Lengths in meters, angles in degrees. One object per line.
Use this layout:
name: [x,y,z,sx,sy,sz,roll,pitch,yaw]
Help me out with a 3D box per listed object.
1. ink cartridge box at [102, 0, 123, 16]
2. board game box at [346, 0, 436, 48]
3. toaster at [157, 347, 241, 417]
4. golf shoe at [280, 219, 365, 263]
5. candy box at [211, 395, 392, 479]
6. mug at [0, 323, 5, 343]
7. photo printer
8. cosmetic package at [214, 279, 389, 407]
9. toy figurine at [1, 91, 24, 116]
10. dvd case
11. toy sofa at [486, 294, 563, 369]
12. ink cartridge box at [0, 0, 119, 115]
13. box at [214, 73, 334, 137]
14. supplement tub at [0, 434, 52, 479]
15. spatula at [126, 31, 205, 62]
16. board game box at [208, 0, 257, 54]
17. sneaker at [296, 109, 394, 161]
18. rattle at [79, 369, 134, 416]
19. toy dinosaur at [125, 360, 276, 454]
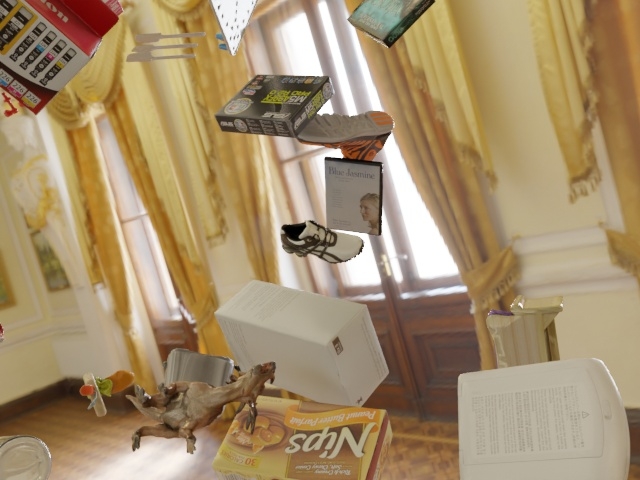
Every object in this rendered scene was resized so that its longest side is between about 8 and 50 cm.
ink cartridge box: [-0.671,-0.711,1.780,0.172,0.237,0.100,18,56,29]
board game box: [0.137,-0.463,1.321,0.126,0.026,0.186,-45,36,7]
toaster: [-0.335,0.402,1.830,0.227,0.146,0.129,14,-42,-10]
golf shoe: [0.000,0.000,1.477,0.198,0.077,0.094,2,-29,14]
candy box: [-0.033,0.416,1.304,0.316,0.087,0.183,2,39,22]
mug: [-0.904,0.215,1.680,0.113,0.169,0.150,-35,-2,-17]
photo printer: [0.420,0.359,1.252,0.307,0.256,0.107,-16,-39,29]
cosmetic package: [-0.050,0.244,1.569,0.385,0.217,0.156,9,39,39]
toy figurine: [-0.971,-0.467,1.964,0.362,0.191,0.217,-35,24,-13]
dvd case: [0.101,-0.134,2.005,0.180,0.253,0.022,8,35,16]
toy sofa: [0.521,0.320,1.598,0.177,0.363,0.150,-8,1,23]
ink cartridge box: [-0.641,-0.478,1.400,0.272,0.309,0.130,-36,31,21]
box: [-0.127,-0.379,1.822,0.270,0.060,0.216,11,49,34]
supplement tub: [-0.614,0.445,1.295,0.117,0.117,0.190,-19,-3,-40]
spatula: [-0.510,-0.638,2.163,0.242,0.019,0.168,-15,-15,-32]
board game box: [-0.252,-0.806,1.880,0.050,0.390,0.390,14,-19,13]
sneaker: [0.065,-0.283,1.971,0.321,0.124,0.180,-7,-38,-22]
rattle: [-0.576,0.403,1.789,0.142,0.130,0.200,-4,-23,-18]
toy dinosaur: [-0.225,0.311,1.213,0.295,0.127,0.200,-17,-11,36]
